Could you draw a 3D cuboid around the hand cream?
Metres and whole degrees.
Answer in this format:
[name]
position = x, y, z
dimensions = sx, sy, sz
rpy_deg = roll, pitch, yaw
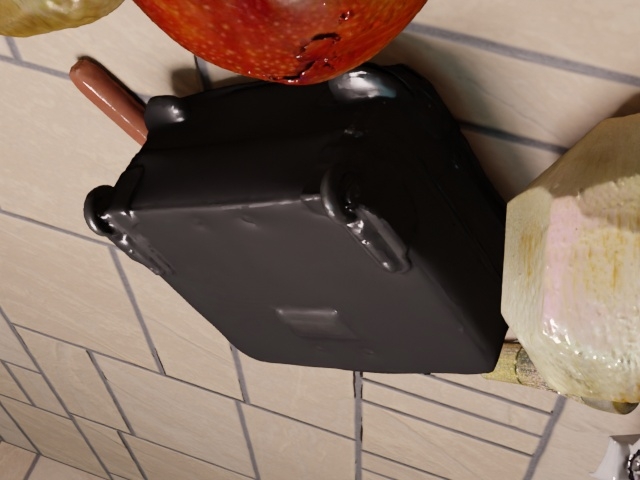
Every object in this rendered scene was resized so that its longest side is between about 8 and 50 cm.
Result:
[hand cream]
position = 0.268, 0.147, 1.135
dimensions = 0.203, 0.084, 0.084
rpy_deg = 0, 144, 48

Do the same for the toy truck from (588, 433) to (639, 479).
[toy truck]
position = 0.445, 0.244, 1.125
dimensions = 0.136, 0.111, 0.286
rpy_deg = 5, 171, -34

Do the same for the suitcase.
[suitcase]
position = 0.000, 0.000, 0.960
dimensions = 0.345, 0.188, 0.339
rpy_deg = -4, 140, 36

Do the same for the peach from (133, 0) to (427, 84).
[peach]
position = -0.022, -0.212, 0.591
dimensions = 0.231, 0.231, 0.231
rpy_deg = 18, 150, 10

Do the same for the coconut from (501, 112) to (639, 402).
[coconut]
position = 0.260, 0.011, 0.798
dimensions = 0.236, 0.237, 0.197
rpy_deg = 9, -171, 24

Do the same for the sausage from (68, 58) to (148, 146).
[sausage]
position = -0.204, -0.135, 1.043
dimensions = 0.035, 0.030, 0.147
rpy_deg = -11, 136, 47

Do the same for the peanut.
[peanut]
position = -0.246, -0.232, 0.853
dimensions = 0.226, 0.095, 0.108
rpy_deg = 0, 128, 42
